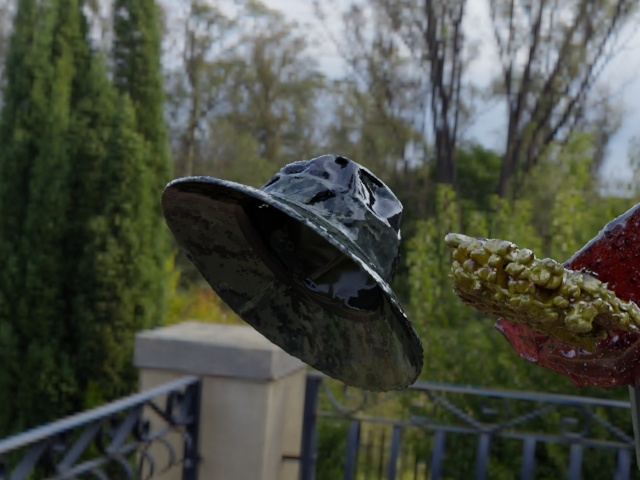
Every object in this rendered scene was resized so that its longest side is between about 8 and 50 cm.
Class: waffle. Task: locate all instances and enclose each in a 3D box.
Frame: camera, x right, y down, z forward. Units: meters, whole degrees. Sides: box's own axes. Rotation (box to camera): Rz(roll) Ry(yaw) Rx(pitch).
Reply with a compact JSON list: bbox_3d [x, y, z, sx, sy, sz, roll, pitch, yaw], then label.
[{"bbox_3d":[0.226,0.058,1.169,0.193,0.070,0.197,27,-6,-41],"label":"waffle"}]

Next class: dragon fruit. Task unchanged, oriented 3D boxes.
[{"bbox_3d":[0.347,0.057,1.319,0.163,0.261,0.189,39,34,-6],"label":"dragon fruit"}]

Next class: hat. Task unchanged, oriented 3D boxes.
[{"bbox_3d":[0.000,0.000,0.987,0.265,0.128,0.265,26,-30,16],"label":"hat"}]

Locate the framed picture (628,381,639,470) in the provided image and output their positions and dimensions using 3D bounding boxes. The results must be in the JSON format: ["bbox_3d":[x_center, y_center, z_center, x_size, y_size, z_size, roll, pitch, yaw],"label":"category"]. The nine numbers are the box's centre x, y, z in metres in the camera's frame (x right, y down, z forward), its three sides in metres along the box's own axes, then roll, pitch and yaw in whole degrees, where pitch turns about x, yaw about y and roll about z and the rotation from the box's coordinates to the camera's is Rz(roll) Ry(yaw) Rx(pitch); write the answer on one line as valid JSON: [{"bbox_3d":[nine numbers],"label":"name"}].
[{"bbox_3d":[0.561,0.214,1.526,0.315,0.232,0.024,-3,7,39],"label":"framed picture"}]
